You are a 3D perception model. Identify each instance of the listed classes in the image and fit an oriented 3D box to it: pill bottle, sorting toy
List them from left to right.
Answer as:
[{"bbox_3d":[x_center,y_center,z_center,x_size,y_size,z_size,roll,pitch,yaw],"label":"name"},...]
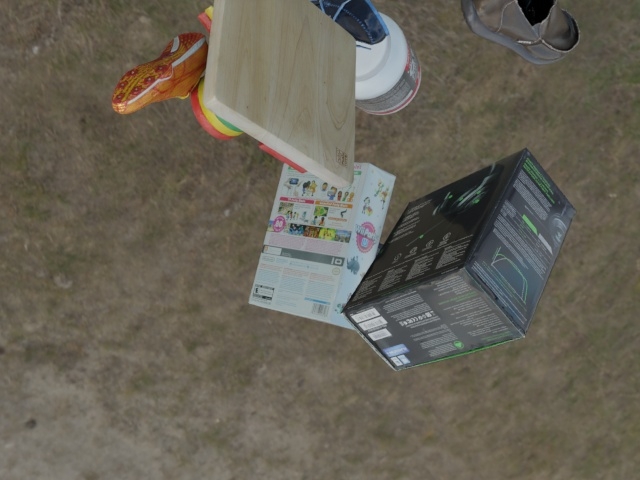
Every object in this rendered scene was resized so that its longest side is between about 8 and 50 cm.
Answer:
[{"bbox_3d":[-0.067,-0.222,1.119,0.089,0.257,0.255,-20,146,37],"label":"sorting toy"},{"bbox_3d":[0.098,-0.363,1.663,0.176,0.176,0.318,-48,169,10],"label":"pill bottle"}]

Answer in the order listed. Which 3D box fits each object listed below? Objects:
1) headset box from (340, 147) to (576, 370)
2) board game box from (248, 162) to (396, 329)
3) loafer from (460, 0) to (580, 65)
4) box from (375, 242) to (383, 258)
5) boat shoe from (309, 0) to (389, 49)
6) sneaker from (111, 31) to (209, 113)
[{"bbox_3d":[0.203,0.023,1.182,0.131,0.283,0.246,47,139,-15],"label":"headset box"},{"bbox_3d":[0.000,0.000,1.585,0.097,0.224,0.303,20,82,-48],"label":"board game box"},{"bbox_3d":[0.449,-0.460,1.717,0.366,0.134,0.130,-1,167,-44],"label":"loafer"},{"bbox_3d":[0.037,0.057,1.755,0.158,0.093,0.156,20,144,-19],"label":"box"},{"bbox_3d":[0.028,-0.359,1.358,0.089,0.258,0.109,-36,120,-5],"label":"boat shoe"},{"bbox_3d":[-0.186,-0.194,1.008,0.175,0.064,0.067,-47,137,-41],"label":"sneaker"}]
